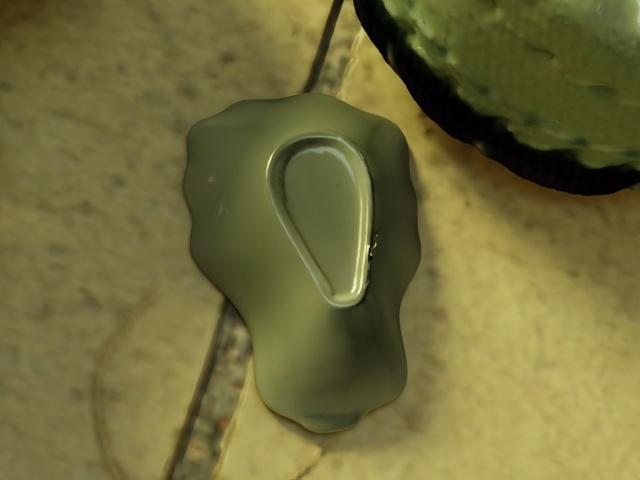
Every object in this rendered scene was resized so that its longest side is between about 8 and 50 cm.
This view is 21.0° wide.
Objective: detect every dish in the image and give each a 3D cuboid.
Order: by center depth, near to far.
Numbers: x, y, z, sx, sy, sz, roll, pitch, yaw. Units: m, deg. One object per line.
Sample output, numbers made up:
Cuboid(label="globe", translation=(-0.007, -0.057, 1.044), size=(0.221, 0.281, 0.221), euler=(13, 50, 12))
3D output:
Cuboid(label="dish", translation=(0.000, 0.000, 0.637), size=(0.091, 0.039, 0.137), euler=(-3, 68, -14))

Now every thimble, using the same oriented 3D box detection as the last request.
Cuboid(label="thimble", translation=(0.129, -0.135, 0.652), size=(0.237, 0.150, 0.237), euler=(4, 76, -17))
